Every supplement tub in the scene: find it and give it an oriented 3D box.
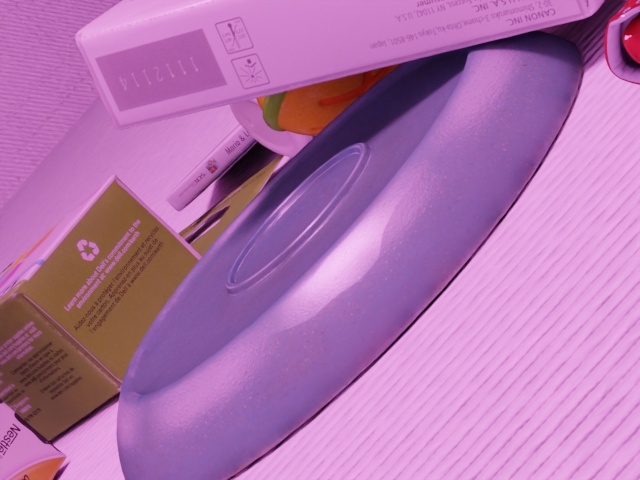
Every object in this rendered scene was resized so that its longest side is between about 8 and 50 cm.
[{"bbox_3d":[-0.009,-0.119,1.206,0.107,0.071,0.071,-52,13,-20],"label":"supplement tub"}]

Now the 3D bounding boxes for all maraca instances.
[{"bbox_3d":[0.014,-0.123,1.092,0.127,0.099,0.186,-51,-9,15],"label":"maraca"}]

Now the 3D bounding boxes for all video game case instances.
[{"bbox_3d":[-0.054,-0.088,1.338,0.143,0.019,0.157,-43,4,12],"label":"video game case"}]

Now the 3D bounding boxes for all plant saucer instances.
[{"bbox_3d":[0.000,0.000,0.855,0.317,0.044,0.317,-44,12,12],"label":"plant saucer"}]

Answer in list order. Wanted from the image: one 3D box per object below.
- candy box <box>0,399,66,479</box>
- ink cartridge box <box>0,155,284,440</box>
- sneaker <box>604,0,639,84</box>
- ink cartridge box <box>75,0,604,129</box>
[{"bbox_3d":[-0.281,0.115,0.976,0.071,0.233,0.159,-37,16,38],"label":"candy box"},{"bbox_3d":[-0.158,0.022,1.194,0.189,0.097,0.255,-35,17,45],"label":"ink cartridge box"},{"bbox_3d":[0.154,-0.100,0.645,0.067,0.042,0.118,-50,4,-37],"label":"sneaker"},{"bbox_3d":[0.051,-0.169,0.934,0.296,0.066,0.261,-10,24,34],"label":"ink cartridge box"}]
